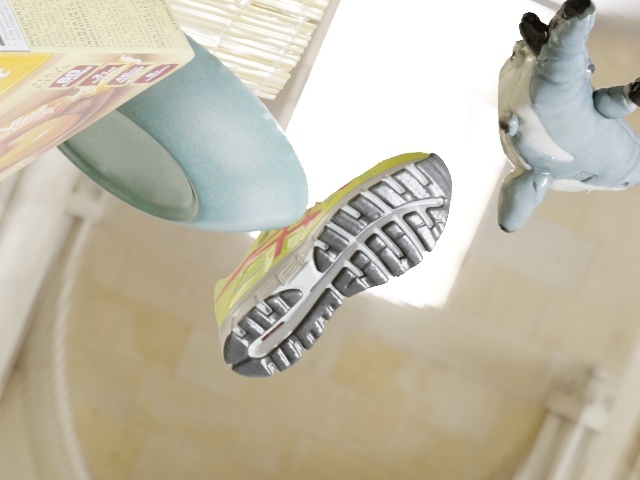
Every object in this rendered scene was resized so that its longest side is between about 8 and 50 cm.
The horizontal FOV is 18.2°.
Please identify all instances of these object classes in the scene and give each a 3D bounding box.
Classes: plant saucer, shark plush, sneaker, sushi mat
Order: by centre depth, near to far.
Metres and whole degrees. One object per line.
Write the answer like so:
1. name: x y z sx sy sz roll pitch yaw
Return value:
1. shark plush: 0.110 -0.068 0.853 0.067 0.073 0.161 3 145 8
2. plant saucer: -0.096 -0.058 1.039 0.195 0.037 0.195 30 158 14
3. sneaker: 0.000 0.000 1.420 0.081 0.208 0.094 49 -175 -35
4. sushi mat: -0.117 -0.198 1.516 0.316 0.151 0.019 10 -156 -45

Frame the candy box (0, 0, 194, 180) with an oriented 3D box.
1. candy box: -0.202 -0.062 0.781 0.087 0.183 0.316 62 -159 5
